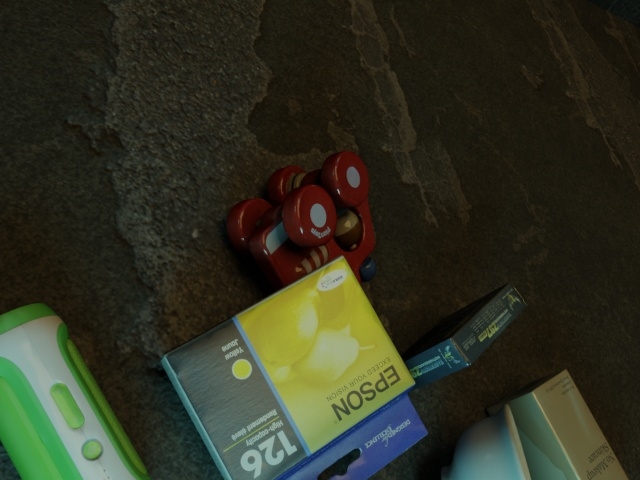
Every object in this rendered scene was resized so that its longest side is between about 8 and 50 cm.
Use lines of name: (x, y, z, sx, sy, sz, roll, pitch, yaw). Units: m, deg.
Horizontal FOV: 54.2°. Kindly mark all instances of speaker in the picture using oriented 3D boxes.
speaker: (-0.301, 0.226, 0.732, 0.131, 0.131, 0.297, -26, 80, -43)

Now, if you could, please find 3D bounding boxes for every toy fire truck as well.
toy fire truck: (0.000, 0.000, 1.100, 0.302, 0.169, 0.254, -47, 118, -44)

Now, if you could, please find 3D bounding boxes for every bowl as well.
bowl: (0.273, 0.419, 0.988, 0.298, 0.134, 0.298, -16, 90, -76)

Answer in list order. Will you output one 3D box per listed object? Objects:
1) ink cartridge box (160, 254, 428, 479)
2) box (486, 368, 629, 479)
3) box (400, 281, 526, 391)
ink cartridge box: (-0.021, 0.224, 0.899, 0.303, 0.072, 0.307, -29, 84, -22)
box: (0.464, 0.421, 1.175, 0.148, 0.121, 0.311, -15, 72, -42)
box: (0.244, 0.177, 1.128, 0.232, 0.183, 0.059, -30, 82, -45)
